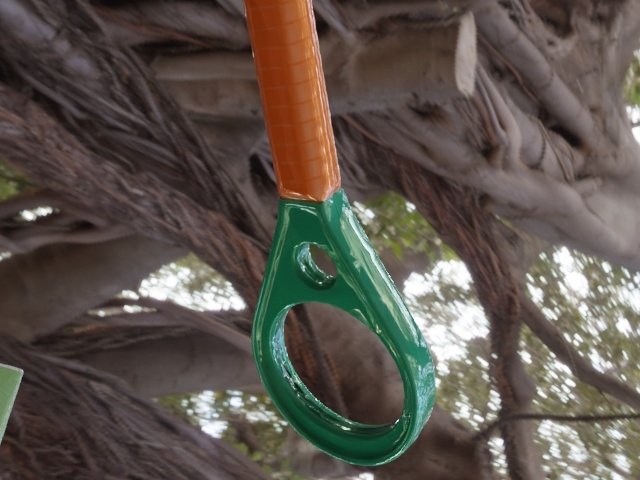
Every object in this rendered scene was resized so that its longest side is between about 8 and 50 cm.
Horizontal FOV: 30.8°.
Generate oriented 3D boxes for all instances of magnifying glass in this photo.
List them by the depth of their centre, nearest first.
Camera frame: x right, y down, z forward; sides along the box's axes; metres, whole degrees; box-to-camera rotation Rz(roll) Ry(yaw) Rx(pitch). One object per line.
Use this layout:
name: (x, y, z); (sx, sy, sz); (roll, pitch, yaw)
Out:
magnifying glass: (0.000, 0.000, 0.512); (0.092, 0.026, 0.231); (9, -57, 34)

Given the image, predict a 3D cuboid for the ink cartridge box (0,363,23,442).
ink cartridge box: (-0.252, 0.077, 0.512); (0.062, 0.209, 0.109); (-2, -111, 56)
